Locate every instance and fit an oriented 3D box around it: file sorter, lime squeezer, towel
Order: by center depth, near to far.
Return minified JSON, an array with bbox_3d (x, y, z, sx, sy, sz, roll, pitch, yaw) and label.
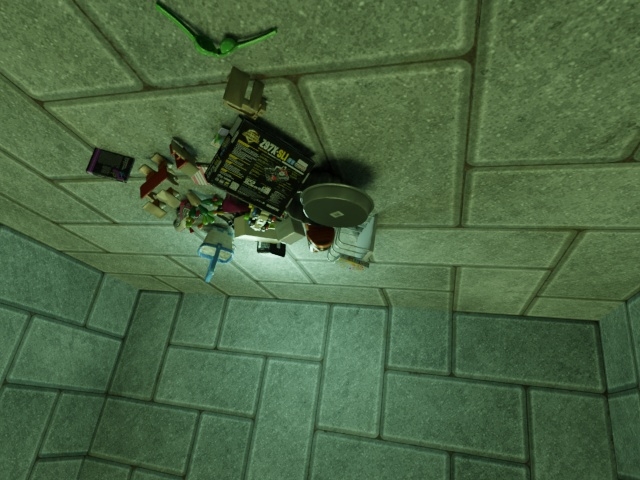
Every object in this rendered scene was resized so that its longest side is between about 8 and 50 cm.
[{"bbox_3d":[-0.270,-0.541,1.079,0.310,0.059,0.110,11,127,-2],"label":"lime squeezer"},{"bbox_3d":[-0.473,-0.286,1.764,0.197,0.029,0.144,5,157,3],"label":"towel"},{"bbox_3d":[0.148,-0.003,1.991,0.173,0.193,0.277,14,157,-6],"label":"file sorter"}]

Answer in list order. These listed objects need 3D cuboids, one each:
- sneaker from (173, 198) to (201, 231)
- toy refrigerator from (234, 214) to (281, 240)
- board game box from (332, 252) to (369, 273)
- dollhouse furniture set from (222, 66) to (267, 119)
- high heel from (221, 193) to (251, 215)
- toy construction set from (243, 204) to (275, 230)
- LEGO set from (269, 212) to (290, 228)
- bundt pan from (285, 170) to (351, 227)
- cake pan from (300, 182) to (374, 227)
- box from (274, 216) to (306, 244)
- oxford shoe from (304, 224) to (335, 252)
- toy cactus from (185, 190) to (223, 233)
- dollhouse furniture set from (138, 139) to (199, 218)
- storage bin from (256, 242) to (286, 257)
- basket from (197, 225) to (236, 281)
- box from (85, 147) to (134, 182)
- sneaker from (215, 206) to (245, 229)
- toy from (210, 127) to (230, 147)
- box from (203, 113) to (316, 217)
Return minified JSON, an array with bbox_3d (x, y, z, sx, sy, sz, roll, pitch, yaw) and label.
[{"bbox_3d":[-0.702,-0.135,2.113,0.112,0.121,0.299,49,144,-14],"label":"sneaker"},{"bbox_3d":[-0.304,-0.052,2.058,0.094,0.102,0.269,-12,167,40],"label":"toy refrigerator"},{"bbox_3d":[0.148,0.112,1.978,0.154,0.026,0.103,20,156,-12],"label":"board game box"},{"bbox_3d":[-0.246,-0.411,1.259,0.144,0.123,0.151,21,154,-26],"label":"dollhouse furniture set"},{"bbox_3d":[-0.393,-0.134,1.967,0.082,0.117,0.244,1,156,18],"label":"high heel"},{"bbox_3d":[-0.245,-0.164,1.723,0.151,0.215,0.327,12,156,-2],"label":"toy construction set"},{"bbox_3d":[-0.187,-0.122,1.935,0.287,0.107,0.132,-4,154,28],"label":"LEGO set"},{"bbox_3d":[0.007,-0.178,1.714,0.331,0.124,0.331,8,157,3],"label":"bundt pan"},{"bbox_3d":[0.063,-0.127,1.591,0.293,0.054,0.293,7,157,3],"label":"cake pan"},{"bbox_3d":[-0.142,-0.044,1.909,0.101,0.087,0.102,-28,155,24],"label":"box"},{"bbox_3d":[0.000,0.000,1.892,0.130,0.132,0.363,-6,-163,-4],"label":"oxford shoe"},{"bbox_3d":[-0.578,-0.154,1.952,0.180,0.219,0.112,52,178,-7],"label":"toy cactus"},{"bbox_3d":[-0.626,-0.264,1.619,0.259,0.262,0.135,-36,139,12],"label":"dollhouse furniture set"},{"bbox_3d":[-0.268,0.025,2.250,0.084,0.122,0.180,-2,169,25],"label":"storage bin"},{"bbox_3d":[-0.600,0.081,2.322,0.201,0.289,0.255,22,157,-16],"label":"basket"},{"bbox_3d":[-0.888,-0.316,1.722,0.162,0.116,0.029,14,158,-12],"label":"box"},{"bbox_3d":[-0.411,-0.079,2.095,0.283,0.124,0.107,20,154,-25],"label":"sneaker"},{"bbox_3d":[-0.288,-0.335,1.541,0.237,0.056,0.137,20,156,-26],"label":"toy"},{"bbox_3d":[-0.215,-0.257,1.475,0.322,0.257,0.079,25,-165,-35],"label":"box"}]
